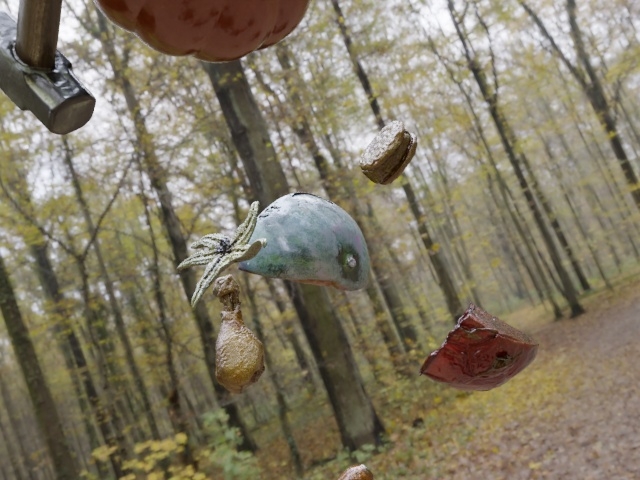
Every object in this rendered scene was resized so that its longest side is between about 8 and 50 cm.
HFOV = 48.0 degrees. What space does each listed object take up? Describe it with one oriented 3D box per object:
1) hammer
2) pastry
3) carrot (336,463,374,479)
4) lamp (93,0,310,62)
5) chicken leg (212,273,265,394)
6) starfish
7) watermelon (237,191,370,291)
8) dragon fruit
[{"bbox_3d":[-0.173,-0.231,0.462,0.043,0.111,0.365,-36,-16,-42],"label":"hammer"},{"bbox_3d":[0.106,-0.134,1.111,0.097,0.057,0.109,-52,17,0],"label":"pastry"},{"bbox_3d":[-0.001,0.409,1.056,0.216,0.048,0.048,-46,-13,7],"label":"carrot"},{"bbox_3d":[-0.101,-0.255,0.594,0.223,0.223,0.196,-16,-10,-32],"label":"lamp"},{"bbox_3d":[-0.179,0.191,1.486,0.107,0.252,0.087,-11,-18,-9],"label":"chicken leg"},{"bbox_3d":[-0.158,0.024,1.173,0.223,0.050,0.217,-13,34,47],"label":"starfish"},{"bbox_3d":[0.005,0.002,1.533,0.175,0.188,0.321,16,12,42],"label":"watermelon"},{"bbox_3d":[0.213,0.159,0.959,0.121,0.127,0.161,-62,-14,3],"label":"dragon fruit"}]
